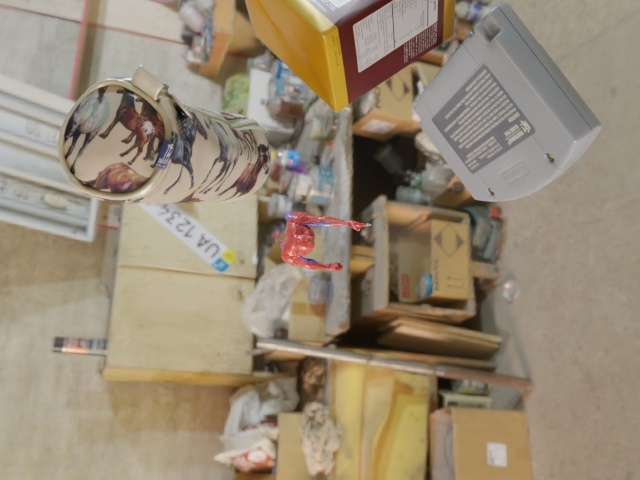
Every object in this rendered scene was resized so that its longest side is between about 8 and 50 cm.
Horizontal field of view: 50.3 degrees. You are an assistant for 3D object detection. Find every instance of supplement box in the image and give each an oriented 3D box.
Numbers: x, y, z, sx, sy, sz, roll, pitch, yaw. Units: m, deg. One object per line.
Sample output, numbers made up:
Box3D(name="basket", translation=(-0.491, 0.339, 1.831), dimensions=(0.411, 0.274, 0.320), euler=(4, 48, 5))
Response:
Box3D(name="supplement box", translation=(0.033, -0.303, 0.844), dimensions=(0.191, 0.194, 0.129), euler=(49, 167, 28))

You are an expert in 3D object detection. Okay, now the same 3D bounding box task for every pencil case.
Box3D(name="pencil case", translation=(-0.210, -0.144, 1.063), dimensions=(0.183, 0.160, 0.410), euler=(-41, -8, 14))

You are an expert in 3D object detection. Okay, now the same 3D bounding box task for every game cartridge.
Box3D(name="game cartridge", translation=(0.224, -0.149, 0.863), dimensions=(0.062, 0.198, 0.297), euler=(-40, -1, -12))

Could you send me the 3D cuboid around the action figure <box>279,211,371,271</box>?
Box3D(name="action figure", translation=(0.000, 0.000, 1.143), dimensions=(0.280, 0.139, 0.091), euler=(-106, 27, -86))
